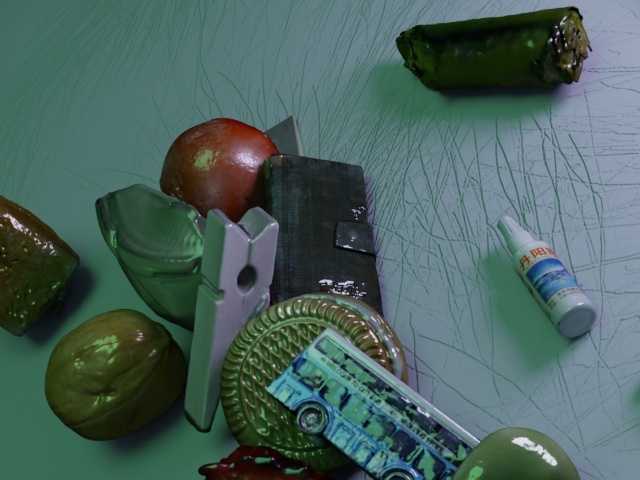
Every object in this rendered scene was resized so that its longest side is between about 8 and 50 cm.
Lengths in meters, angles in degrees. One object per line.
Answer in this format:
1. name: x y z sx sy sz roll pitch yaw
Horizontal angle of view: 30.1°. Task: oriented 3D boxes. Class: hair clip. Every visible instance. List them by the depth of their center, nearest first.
1. hair clip: -0.130 0.113 1.692 0.085 0.101 0.331 40 129 53

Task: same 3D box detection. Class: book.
1. book: -0.111 -0.136 2.095 0.181 0.014 0.127 -29 43 18

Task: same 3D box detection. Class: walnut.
1. walnut: -0.320 0.207 1.850 0.225 0.193 0.193 -40 40 20

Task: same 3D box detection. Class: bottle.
1. bottle: 0.291 0.040 1.582 0.060 0.060 0.217 -39 41 8

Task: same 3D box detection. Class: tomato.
1. tomato: -0.155 -0.105 1.960 0.208 0.208 0.184 23 75 47

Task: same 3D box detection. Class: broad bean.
1. broad bean: 0.217 0.326 1.340 0.100 0.169 0.228 176 94 -77

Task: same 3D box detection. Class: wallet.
1. wallet: 0.000 -0.001 1.793 0.044 0.168 0.317 110 161 -47

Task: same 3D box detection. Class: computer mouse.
1. computer mouse: -0.236 0.044 1.886 0.145 0.228 0.429 -48 37 -15

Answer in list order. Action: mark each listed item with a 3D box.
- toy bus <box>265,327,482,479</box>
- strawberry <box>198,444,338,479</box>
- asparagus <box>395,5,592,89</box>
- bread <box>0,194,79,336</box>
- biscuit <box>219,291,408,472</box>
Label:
1. toy bus: 0.082 0.241 1.471 0.297 0.106 0.131 36 80 21
2. strawberry: -0.034 0.370 1.513 0.280 0.150 0.253 -30 77 9
3. asparagus: 0.245 -0.292 1.860 0.381 0.108 0.128 3 61 43
4. bread: -0.565 0.047 2.171 0.195 0.246 0.176 -51 14 0
5. biscuit: -0.010 0.194 1.611 0.259 0.079 0.259 -2 83 15
